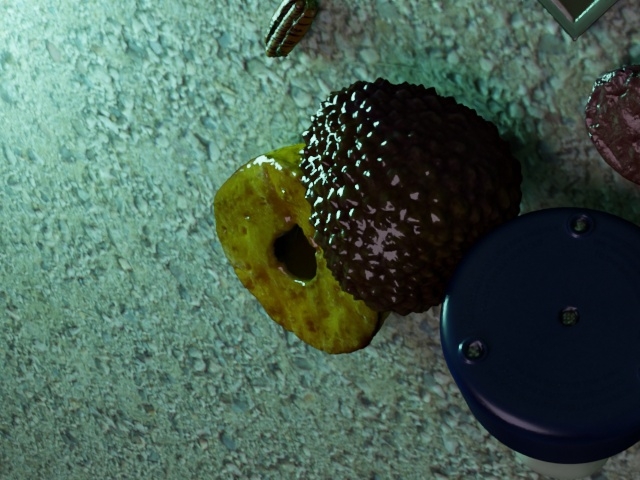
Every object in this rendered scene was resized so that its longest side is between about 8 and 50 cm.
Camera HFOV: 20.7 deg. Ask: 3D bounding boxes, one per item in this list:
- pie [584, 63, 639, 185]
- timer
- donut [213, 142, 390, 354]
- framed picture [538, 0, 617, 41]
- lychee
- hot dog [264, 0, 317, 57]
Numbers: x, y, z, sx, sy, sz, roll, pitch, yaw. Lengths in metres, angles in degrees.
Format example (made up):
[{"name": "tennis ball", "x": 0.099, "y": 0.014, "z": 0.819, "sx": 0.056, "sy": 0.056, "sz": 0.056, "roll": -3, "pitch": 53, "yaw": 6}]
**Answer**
[{"name": "pie", "x": 0.342, "y": -0.117, "z": 1.808, "sx": 0.154, "sy": 0.036, "sz": 0.154, "roll": 27, "pitch": 137, "yaw": 28}, {"name": "timer", "x": 0.275, "y": 0.160, "z": 1.977, "sx": 0.270, "sy": 0.270, "sz": 0.383, "roll": 35, "pitch": 162, "yaw": 20}, {"name": "donut", "x": 0.000, "y": 0.000, "z": 2.236, "sx": 0.303, "sy": 0.110, "sz": 0.303, "roll": 31, "pitch": 142, "yaw": 29}, {"name": "framed picture", "x": 0.223, "y": -0.352, "z": 1.742, "sx": 0.274, "sy": 0.017, "sz": 0.217, "roll": 50, "pitch": 146, "yaw": 1}, {"name": "lychee", "x": 0.089, "y": -0.062, "z": 1.970, "sx": 0.271, "sy": 0.271, "sz": 0.271, "roll": 29, "pitch": 140, "yaw": 28}, {"name": "hot dog", "x": -0.040, "y": -0.257, "z": 2.103, "sx": 0.049, "sy": 0.037, "sz": 0.122, "roll": 48, "pitch": 144, "yaw": 9}]
